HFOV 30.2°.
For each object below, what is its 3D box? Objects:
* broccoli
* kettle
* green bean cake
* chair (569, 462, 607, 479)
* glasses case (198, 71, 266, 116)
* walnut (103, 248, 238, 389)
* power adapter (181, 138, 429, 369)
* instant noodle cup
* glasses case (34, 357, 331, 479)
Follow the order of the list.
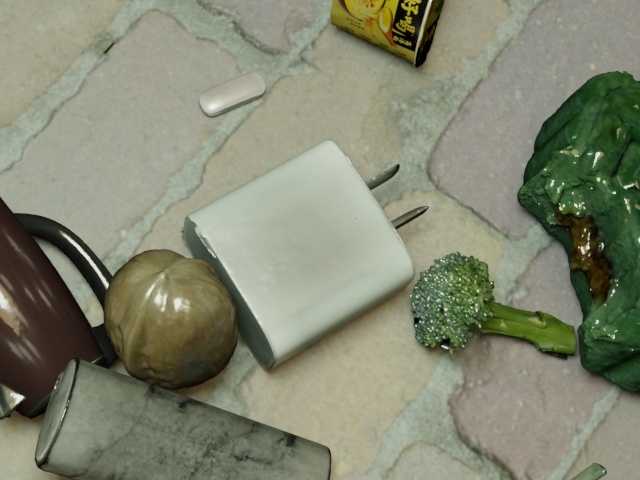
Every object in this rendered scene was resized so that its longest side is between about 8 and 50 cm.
[{"bbox_3d":[0.201,0.085,1.348,0.204,0.122,0.118,18,85,-18],"label":"broccoli"},{"bbox_3d":[-0.319,0.064,1.254,0.232,0.144,0.202,52,44,-2],"label":"kettle"},{"bbox_3d":[0.371,-0.002,1.343,0.300,0.169,0.308,26,66,-3],"label":"green bean cake"},{"bbox_3d":[0.187,0.352,1.206,0.274,0.203,0.191,-22,66,-23],"label":"chair"},{"bbox_3d":[-0.104,-0.174,1.408,0.083,0.021,0.032,-26,81,-16],"label":"glasses case"},{"bbox_3d":[-0.153,0.083,1.224,0.140,0.162,0.140,2,43,-2],"label":"walnut"},{"bbox_3d":[0.000,0.000,1.319,0.255,0.124,0.187,-30,81,-17],"label":"power adapter"},{"bbox_3d":[0.085,-0.294,1.417,0.122,0.151,0.151,16,71,6],"label":"instant noodle cup"},{"bbox_3d":[-0.133,0.219,1.208,0.299,0.060,0.114,24,69,-23],"label":"glasses case"}]
